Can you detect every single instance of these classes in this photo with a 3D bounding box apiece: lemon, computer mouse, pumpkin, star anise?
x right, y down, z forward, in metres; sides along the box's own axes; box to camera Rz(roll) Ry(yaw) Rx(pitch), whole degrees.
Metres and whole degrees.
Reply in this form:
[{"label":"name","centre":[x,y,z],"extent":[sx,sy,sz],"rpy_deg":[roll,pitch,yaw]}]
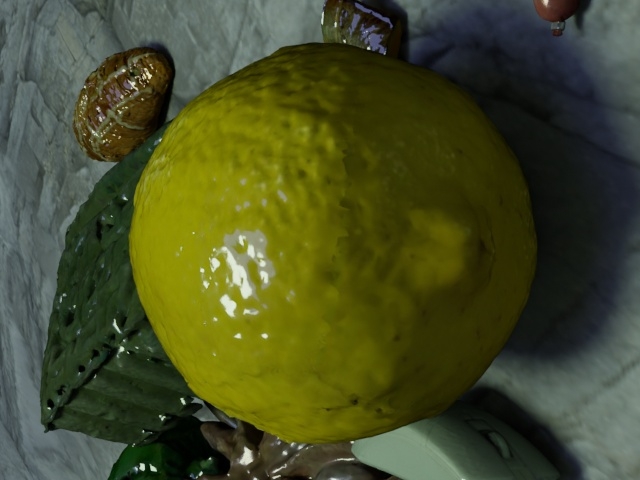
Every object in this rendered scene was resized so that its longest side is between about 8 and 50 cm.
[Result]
[{"label":"lemon","centre":[0.000,0.000,0.850],"extent":[0.310,0.253,0.254],"rpy_deg":[8,106,63]},{"label":"computer mouse","centre":[0.092,0.140,0.906],"extent":[0.181,0.089,0.056],"rpy_deg":[15,107,59]},{"label":"pumpkin","centre":[0.033,-0.129,0.983],"extent":[0.073,0.035,0.101],"rpy_deg":[30,123,42]},{"label":"star anise","centre":[-0.026,0.207,1.109],"extent":[0.349,0.109,0.292],"rpy_deg":[-9,52,46]}]

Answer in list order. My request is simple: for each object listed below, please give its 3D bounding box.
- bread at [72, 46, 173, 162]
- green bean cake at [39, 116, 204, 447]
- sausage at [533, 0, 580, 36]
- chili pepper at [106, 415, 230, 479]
[{"label":"bread","centre":[-0.224,-0.136,1.428],"extent":[0.233,0.076,0.105],"rpy_deg":[-37,65,62]},{"label":"green bean cake","centre":[-0.159,0.038,1.219],"extent":[0.241,0.132,0.255],"rpy_deg":[-40,40,48]},{"label":"sausage","centre":[0.129,-0.229,0.760],"extent":[0.029,0.029,0.223],"rpy_deg":[13,111,61]},{"label":"chili pepper","centre":[-0.159,0.332,1.368],"extent":[0.213,0.167,0.385],"rpy_deg":[27,127,4]}]
